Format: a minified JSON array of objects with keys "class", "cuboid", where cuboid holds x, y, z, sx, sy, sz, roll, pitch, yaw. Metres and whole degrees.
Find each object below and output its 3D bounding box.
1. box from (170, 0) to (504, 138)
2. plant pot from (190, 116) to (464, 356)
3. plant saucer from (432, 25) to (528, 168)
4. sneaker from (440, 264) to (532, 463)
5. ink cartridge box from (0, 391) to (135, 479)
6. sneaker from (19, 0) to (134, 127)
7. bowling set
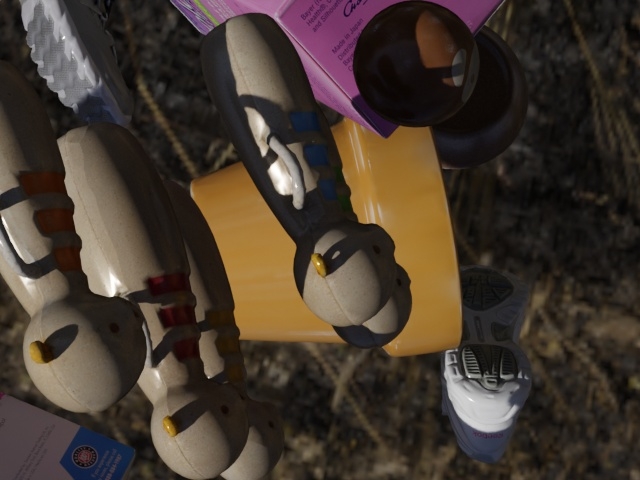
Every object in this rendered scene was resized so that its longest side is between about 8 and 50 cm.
[{"class":"box","cuboid":[0.015,-0.212,0.909,0.117,0.213,0.243,44,175,-38]},{"class":"plant pot","cuboid":[0.000,0.000,1.143,0.188,0.205,0.205,-10,142,-2]},{"class":"plant saucer","cuboid":[0.151,-0.182,1.686,0.199,0.198,0.036,19,162,-4]},{"class":"sneaker","cuboid":[0.139,0.111,1.315,0.090,0.232,0.115,7,123,4]},{"class":"ink cartridge box","cuboid":[-0.268,0.173,1.047,0.231,0.134,0.078,23,126,1]},{"class":"sneaker","cuboid":[-0.245,-0.249,1.470,0.105,0.115,0.281,-19,96,61]},{"class":"bowling set","cuboid":[-0.010,-0.002,0.588,0.200,0.154,0.287,-25,168,7]}]
